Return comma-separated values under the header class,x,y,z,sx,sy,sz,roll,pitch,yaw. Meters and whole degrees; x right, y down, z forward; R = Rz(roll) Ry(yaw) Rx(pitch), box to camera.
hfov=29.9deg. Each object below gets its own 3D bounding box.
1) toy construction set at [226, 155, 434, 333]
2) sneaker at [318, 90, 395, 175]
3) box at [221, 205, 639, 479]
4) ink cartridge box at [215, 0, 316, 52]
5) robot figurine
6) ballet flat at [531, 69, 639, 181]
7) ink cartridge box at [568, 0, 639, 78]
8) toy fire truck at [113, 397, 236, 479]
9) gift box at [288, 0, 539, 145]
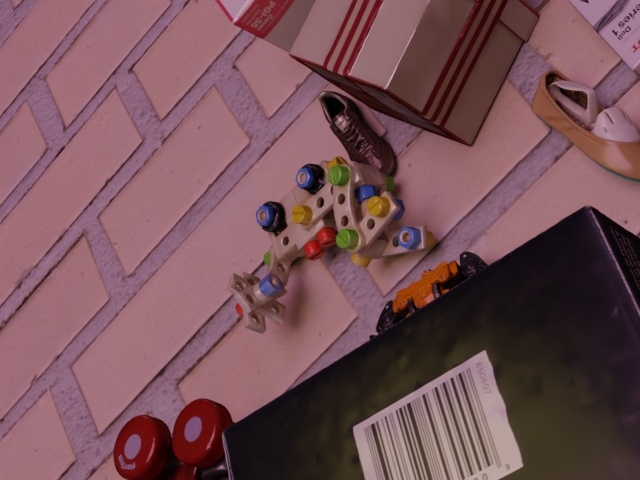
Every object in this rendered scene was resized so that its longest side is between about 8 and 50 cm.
class,x,y,z,sx,sy,sz,roll,pitch,yaw
toy construction set,0.000,0.000,1.809,0.327,0.151,0.215,-34,62,21
sneaker,0.048,-0.164,1.877,0.066,0.071,0.188,-47,48,16
box,0.242,0.263,1.248,0.480,0.472,0.297,-34,52,26
ink cartridge box,-0.044,-0.385,1.906,0.117,0.283,0.207,-50,47,18
robot figurine,0.164,0.142,1.587,0.211,0.085,0.291,-34,29,22
ballet flat,0.360,-0.156,1.585,0.232,0.080,0.073,43,141,44
ink cartridge box,0.434,-0.325,1.590,0.160,0.092,0.219,-45,48,18
toy fire truck,-0.174,0.384,1.765,0.302,0.169,0.254,-20,57,35
gift box,0.137,-0.319,1.732,0.255,0.276,0.258,27,89,39
